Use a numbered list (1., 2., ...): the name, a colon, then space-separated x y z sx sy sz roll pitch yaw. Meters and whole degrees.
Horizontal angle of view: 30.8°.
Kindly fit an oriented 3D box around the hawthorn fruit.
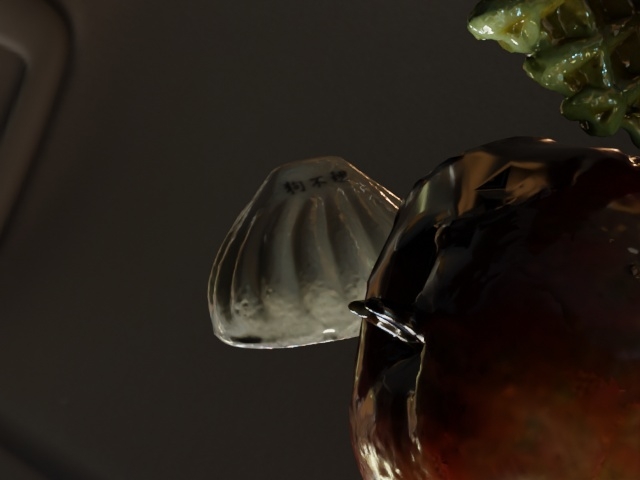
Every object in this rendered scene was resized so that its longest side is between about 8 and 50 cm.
1. hawthorn fruit: 0.161 0.079 0.681 0.316 0.316 0.316 -17 -113 46

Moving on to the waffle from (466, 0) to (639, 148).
1. waffle: 0.158 -0.151 0.636 0.054 0.207 0.214 -25 -131 51

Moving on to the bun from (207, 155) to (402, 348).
1. bun: 0.000 0.000 1.223 0.263 0.263 0.175 -2 -77 49
